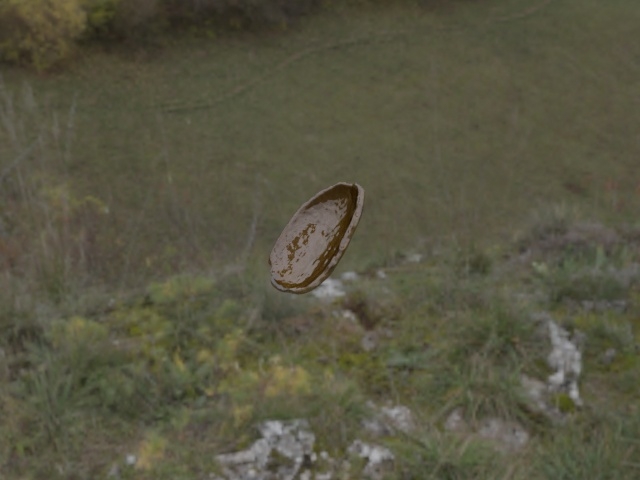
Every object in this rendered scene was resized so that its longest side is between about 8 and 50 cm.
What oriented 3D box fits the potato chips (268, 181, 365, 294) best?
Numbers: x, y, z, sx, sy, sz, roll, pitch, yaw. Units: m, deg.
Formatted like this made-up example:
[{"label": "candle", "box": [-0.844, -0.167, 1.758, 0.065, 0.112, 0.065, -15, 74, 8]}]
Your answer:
[{"label": "potato chips", "box": [0.000, 0.000, 1.576, 0.150, 0.049, 0.202, 15, 68, 53]}]
